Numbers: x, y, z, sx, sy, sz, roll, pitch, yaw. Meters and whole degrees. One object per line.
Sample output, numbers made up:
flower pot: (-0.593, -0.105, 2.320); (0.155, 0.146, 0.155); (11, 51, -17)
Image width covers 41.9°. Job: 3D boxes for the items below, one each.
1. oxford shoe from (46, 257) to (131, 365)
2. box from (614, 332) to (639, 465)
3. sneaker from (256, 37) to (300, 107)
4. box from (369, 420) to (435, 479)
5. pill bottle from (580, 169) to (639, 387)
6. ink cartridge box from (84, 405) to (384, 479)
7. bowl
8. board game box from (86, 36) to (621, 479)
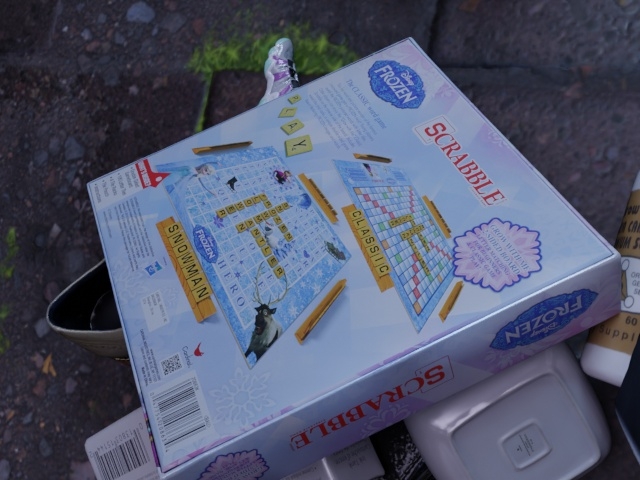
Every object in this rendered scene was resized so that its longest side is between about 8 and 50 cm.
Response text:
oxford shoe: (-0.105, 0.023, 0.788); (0.348, 0.130, 0.123); (-33, 64, 18)
box: (0.357, -0.014, 0.372); (0.293, 0.212, 0.396); (16, 104, 3)
sneaker: (-0.024, -0.151, 0.836); (0.069, 0.038, 0.098); (15, 97, 28)
box: (0.054, 0.105, 0.719); (0.180, 0.077, 0.147); (40, 99, 28)
pill bottle: (0.278, 0.004, 0.588); (0.131, 0.131, 0.229); (17, 88, 30)
ink cartridge box: (-0.067, 0.244, 0.717); (0.296, 0.066, 0.261); (-33, 75, 38)
bowl: (0.144, 0.141, 0.623); (0.142, 0.053, 0.142); (-31, 109, 2)
board game box: (0.000, 0.000, 0.639); (0.317, 0.066, 0.319); (-25, 44, -4)
